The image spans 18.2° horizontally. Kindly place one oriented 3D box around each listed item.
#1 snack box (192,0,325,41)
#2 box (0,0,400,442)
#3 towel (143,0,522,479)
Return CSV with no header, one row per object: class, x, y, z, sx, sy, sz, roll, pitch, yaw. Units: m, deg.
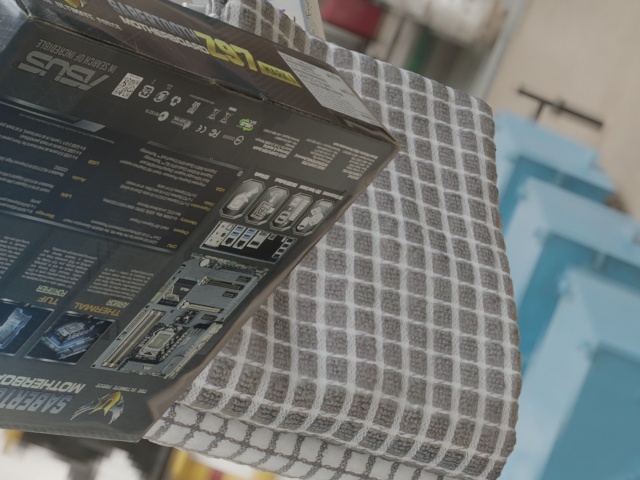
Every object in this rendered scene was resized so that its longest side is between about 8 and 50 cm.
snack box,-0.056,-0.209,1.642,0.037,0.100,0.141,-60,-32,-44
box,-0.100,-0.009,0.760,0.183,0.059,0.233,-49,-32,18
towel,0.000,0.000,1.197,0.121,0.235,0.283,-38,45,48
